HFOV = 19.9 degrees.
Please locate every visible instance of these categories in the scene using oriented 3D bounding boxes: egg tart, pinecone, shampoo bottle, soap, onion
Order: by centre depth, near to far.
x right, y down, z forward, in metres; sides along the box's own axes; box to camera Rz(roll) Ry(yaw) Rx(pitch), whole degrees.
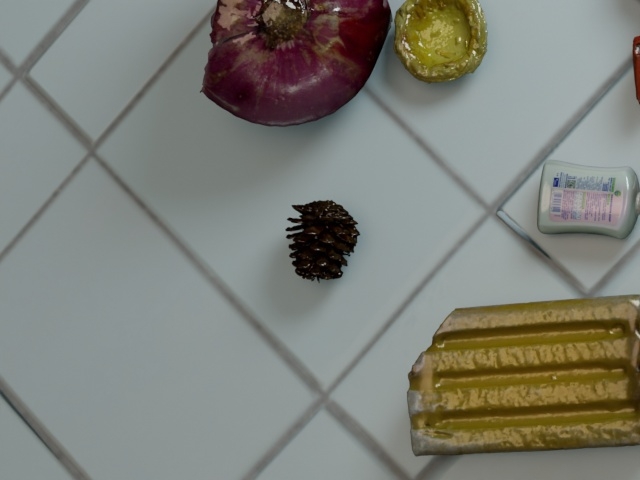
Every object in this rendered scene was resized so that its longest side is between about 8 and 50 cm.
[{"bbox_3d":[0.200,0.131,1.728,0.232,0.073,0.140,-6,80,19],"label":"soap"},{"bbox_3d":[0.261,-0.039,1.743,0.099,0.043,0.072,5,85,19],"label":"shampoo bottle"},{"bbox_3d":[-0.023,-0.217,1.803,0.200,0.200,0.207,5,66,20],"label":"onion"},{"bbox_3d":[0.122,-0.205,1.815,0.105,0.039,0.105,-2,83,20],"label":"egg tart"},{"bbox_3d":[0.000,0.000,1.815,0.077,0.077,0.083,11,87,21],"label":"pinecone"}]

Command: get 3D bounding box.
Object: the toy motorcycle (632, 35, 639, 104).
[{"bbox_3d":[0.357,-0.282,1.714,0.171,0.089,0.298,-5,82,20],"label":"toy motorcycle"}]
